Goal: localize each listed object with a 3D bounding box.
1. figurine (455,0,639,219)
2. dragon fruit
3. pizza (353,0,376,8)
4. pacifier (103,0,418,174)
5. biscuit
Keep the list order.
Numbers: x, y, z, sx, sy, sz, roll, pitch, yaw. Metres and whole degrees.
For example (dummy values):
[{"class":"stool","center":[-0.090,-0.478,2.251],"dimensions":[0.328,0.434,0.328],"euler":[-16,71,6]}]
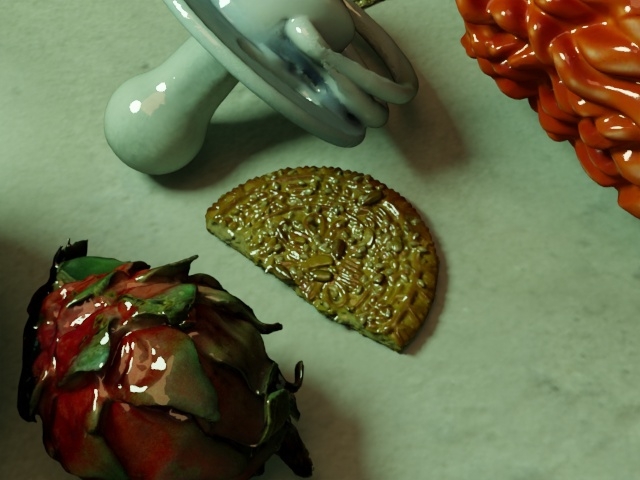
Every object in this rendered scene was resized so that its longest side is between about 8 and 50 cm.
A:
[{"class":"figurine","center":[0.253,-0.218,0.901],"dimensions":[0.306,0.241,0.412],"euler":[28,45,-15]},{"class":"dragon fruit","center":[-0.110,0.096,0.772],"dimensions":[0.188,0.182,0.182],"euler":[9,56,35]},{"class":"pizza","center":[0.011,-0.235,1.067],"dimensions":[0.123,0.026,0.108],"euler":[22,63,20]},{"class":"pacifier","center":[-0.078,-0.140,0.939],"dimensions":[0.233,0.244,0.299],"euler":[-41,35,16]},{"class":"biscuit","center":[0.013,-0.004,0.908],"dimensions":[0.206,0.025,0.126],"euler":[32,65,25]}]
